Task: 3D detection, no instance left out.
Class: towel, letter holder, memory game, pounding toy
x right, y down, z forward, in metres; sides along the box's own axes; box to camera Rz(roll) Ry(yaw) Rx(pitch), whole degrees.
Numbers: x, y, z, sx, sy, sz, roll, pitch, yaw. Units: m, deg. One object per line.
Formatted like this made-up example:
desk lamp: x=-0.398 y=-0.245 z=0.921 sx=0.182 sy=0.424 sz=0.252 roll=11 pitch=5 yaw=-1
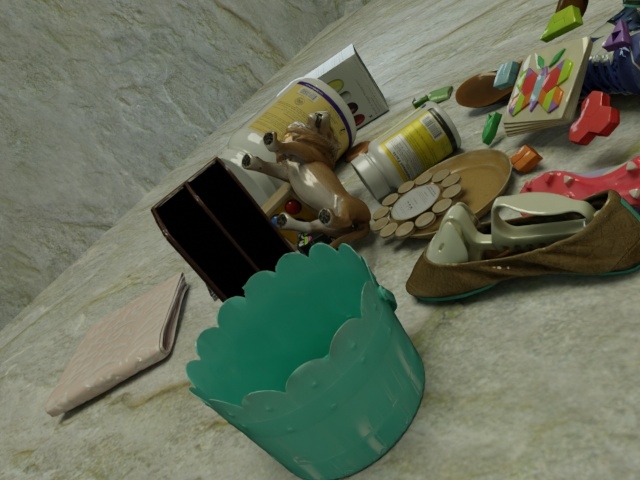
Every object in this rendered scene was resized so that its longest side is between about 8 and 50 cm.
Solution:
towel: x=-0.474 y=0.243 z=1.332 sx=0.332 sy=0.053 sz=0.317 roll=-30 pitch=24 yaw=13
letter holder: x=-0.123 y=0.034 z=0.936 sx=0.152 sy=0.302 sz=0.214 roll=-40 pitch=25 yaw=-6
memory game: x=0.172 y=-0.066 z=0.995 sx=0.186 sy=0.012 sz=0.186 roll=-30 pitch=25 yaw=16
pounding toy: x=-0.042 y=-0.050 z=1.208 sx=0.130 sy=0.141 sz=0.100 roll=-42 pitch=21 yaw=24

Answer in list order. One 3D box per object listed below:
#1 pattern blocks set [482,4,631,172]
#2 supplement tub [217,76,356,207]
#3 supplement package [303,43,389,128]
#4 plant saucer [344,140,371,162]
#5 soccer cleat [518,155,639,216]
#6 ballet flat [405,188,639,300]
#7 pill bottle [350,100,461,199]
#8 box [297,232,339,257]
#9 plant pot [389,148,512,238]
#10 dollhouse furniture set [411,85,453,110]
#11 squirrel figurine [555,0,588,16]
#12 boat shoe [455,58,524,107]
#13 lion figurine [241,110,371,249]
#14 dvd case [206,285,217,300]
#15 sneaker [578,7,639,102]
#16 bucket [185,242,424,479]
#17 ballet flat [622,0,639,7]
pattern blocks set: x=0.379 y=-0.256 z=0.931 sx=0.325 sy=0.026 sz=0.285 roll=162 pitch=123 yaw=-71
supplement tub: x=-0.090 y=-0.242 z=1.448 sx=0.331 sy=0.241 sz=0.241 roll=-47 pitch=26 yaw=-21
supplement package: x=0.062 y=-0.431 z=1.635 sx=0.203 sy=0.194 sz=0.149 roll=-30 pitch=25 yaw=16
plant saucer: x=0.099 y=-0.238 z=1.466 sx=0.083 sy=0.013 sz=0.083 roll=-30 pitch=25 yaw=15
soccer cleat: x=0.379 y=-0.063 z=0.737 sx=0.248 sy=0.095 sz=0.083 roll=-16 pitch=71 yaw=60
ballet flat: x=0.240 y=-0.001 z=0.732 sx=0.342 sy=0.124 sz=0.116 roll=-12 pitch=34 yaw=44
pill bottle: x=0.174 y=-0.183 z=1.146 sx=0.208 sy=0.119 sz=0.119 roll=-35 pitch=25 yaw=4
box: x=0.000 y=0.000 z=1.132 sx=0.083 sy=0.052 sz=0.062 roll=-29 pitch=27 yaw=14
plant pot: x=0.234 y=-0.079 z=0.989 sx=0.236 sy=0.032 sz=0.236 roll=-30 pitch=25 yaw=15
dollhouse furniture set: x=0.277 y=-0.363 z=1.395 sx=0.076 sy=0.058 sz=0.151 roll=-16 pitch=32 yaw=38
squirrel figurine: x=0.631 y=-0.545 z=0.899 sx=0.370 sy=0.397 sz=0.281 roll=12 pitch=83 yaw=13
boat shoe: x=0.398 y=-0.335 z=1.189 sx=0.207 sy=0.073 sz=0.073 roll=-11 pitch=-2 yaw=38
lion figurine: x=0.002 y=-0.103 z=1.090 sx=0.142 sy=0.240 sz=0.392 roll=-44 pitch=58 yaw=31
dvd case: x=-0.222 y=0.053 z=1.372 sx=0.164 sy=0.018 sz=0.221 roll=-40 pitch=25 yaw=-5
sneaker: x=0.481 y=-0.283 z=0.934 sx=0.182 sy=0.127 sz=0.315 roll=-27 pitch=19 yaw=28
bucket: x=-0.011 y=0.155 z=0.722 sx=0.281 sy=0.183 sz=0.281 roll=-29 pitch=26 yaw=15
ballet flat: x=0.612 y=-0.410 z=0.867 sx=0.247 sy=0.087 sz=0.083 roll=5 pitch=33 yaw=7
